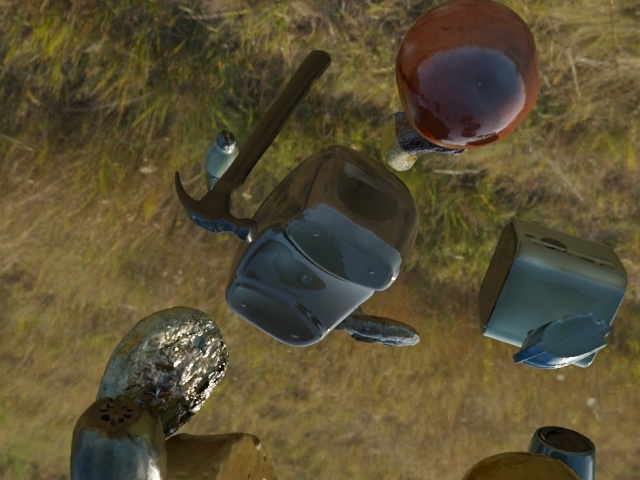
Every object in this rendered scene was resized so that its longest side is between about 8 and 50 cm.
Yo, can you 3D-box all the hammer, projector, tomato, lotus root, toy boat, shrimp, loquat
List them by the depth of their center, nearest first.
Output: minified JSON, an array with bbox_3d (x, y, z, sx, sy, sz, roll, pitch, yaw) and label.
[{"bbox_3d":[-0.267,0.303,0.921,0.124,0.123,0.241,4,127,-5],"label":"lotus root"},{"bbox_3d":[0.257,0.400,0.924,0.246,0.213,0.213,-26,147,6],"label":"loquat"},{"bbox_3d":[0.253,-0.284,1.190,0.255,0.224,0.256,0,110,-1],"label":"tomato"},{"bbox_3d":[-0.091,-0.186,1.200,0.168,0.440,0.044,22,147,14],"label":"hammer"},{"bbox_3d":[0.475,0.208,1.384,0.215,0.088,0.102,-13,161,-25],"label":"toy boat"},{"bbox_3d":[0.104,0.195,1.493,0.223,0.047,0.126,11,155,7],"label":"shrimp"},{"bbox_3d":[0.520,0.113,1.589,0.249,0.248,0.248,18,112,4],"label":"projector"}]

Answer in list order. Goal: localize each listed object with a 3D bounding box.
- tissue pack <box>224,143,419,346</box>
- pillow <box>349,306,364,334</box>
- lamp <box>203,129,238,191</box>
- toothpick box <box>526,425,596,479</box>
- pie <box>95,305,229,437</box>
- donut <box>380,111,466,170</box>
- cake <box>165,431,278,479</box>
[{"bbox_3d":[0.000,0.000,1.341,0.267,0.277,0.387,31,132,-15],"label":"tissue pack"},{"bbox_3d":[0.018,0.113,1.623,0.078,0.144,0.254,-35,107,15],"label":"pillow"},{"bbox_3d":[-0.275,-0.206,1.893,0.101,0.101,0.250,15,144,-9],"label":"lamp"},{"bbox_3d":[0.383,0.401,1.123,0.120,0.184,0.120,6,-167,-1],"label":"toothpick box"},{"bbox_3d":[-0.278,0.245,1.236,0.055,0.274,0.274,26,168,38],"label":"pie"},{"bbox_3d":[0.258,-0.268,1.810,0.295,0.112,0.151,-15,156,42],"label":"donut"},{"bbox_3d":[-0.272,0.521,1.283,0.321,0.332,0.332,-9,150,18],"label":"cake"}]
